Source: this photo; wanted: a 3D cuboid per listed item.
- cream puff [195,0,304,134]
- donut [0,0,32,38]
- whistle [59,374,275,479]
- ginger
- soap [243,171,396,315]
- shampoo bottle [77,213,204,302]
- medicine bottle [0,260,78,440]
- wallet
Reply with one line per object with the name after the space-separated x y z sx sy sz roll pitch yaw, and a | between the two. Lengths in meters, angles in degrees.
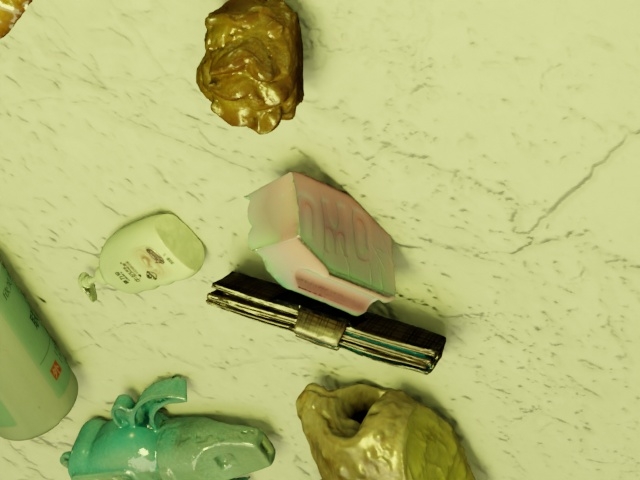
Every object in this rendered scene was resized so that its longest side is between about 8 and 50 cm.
-0.062 -0.148 1.424 0.094 0.122 0.116 2 96 11 | cream puff
-0.353 -0.285 1.369 0.302 0.110 0.303 6 128 8 | donut
-0.180 0.241 1.903 0.274 0.093 0.186 -7 131 26 | whistle
0.058 0.258 1.787 0.221 0.130 0.276 -12 124 44 | ginger
0.000 0.000 1.552 0.056 0.100 0.149 -26 145 35 | soap
-0.193 0.022 1.703 0.152 0.045 0.077 -19 125 38 | shampoo bottle
-0.378 0.062 1.777 0.110 0.110 0.352 -4 133 27 | medicine bottle
0.008 0.079 1.635 0.230 0.124 0.042 19 94 6 | wallet
